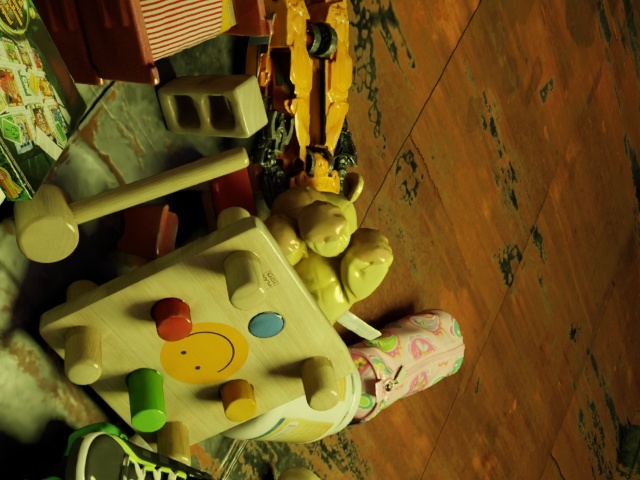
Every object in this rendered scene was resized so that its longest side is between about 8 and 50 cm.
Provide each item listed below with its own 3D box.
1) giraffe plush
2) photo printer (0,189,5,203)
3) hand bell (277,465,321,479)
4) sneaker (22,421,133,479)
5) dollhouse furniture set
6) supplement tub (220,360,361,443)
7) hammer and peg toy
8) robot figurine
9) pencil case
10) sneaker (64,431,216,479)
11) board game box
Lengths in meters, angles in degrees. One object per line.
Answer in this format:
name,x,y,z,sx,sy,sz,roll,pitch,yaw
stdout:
giraffe plush,0.000,0.000,1.228,0.210,0.181,0.171,51,25,-40
photo printer,-0.379,-0.101,0.808,0.256,0.107,0.308,-48,133,-41
hand bell,-0.104,0.387,1.325,0.242,0.126,0.126,-13,106,-43
sneaker,-0.290,0.321,1.018,0.343,0.134,0.146,-57,132,-47
dollhouse furniture set,-0.149,-0.129,1.102,0.201,0.152,0.374,-39,126,-46
supplement tub,-0.050,0.183,1.309,0.199,0.144,0.144,21,78,-55
hammer and peg toy,-0.138,0.075,1.059,0.127,0.265,0.361,-106,168,-48
robot figurine,-0.027,-0.172,1.335,0.211,0.085,0.291,-6,100,-55
pencil case,0.114,0.188,1.576,0.284,0.124,0.124,-15,108,-55
sneaker,-0.155,0.243,1.037,0.234,0.097,0.084,40,42,-51
board game box,-0.277,-0.172,0.840,0.136,0.030,0.260,-70,149,-44
